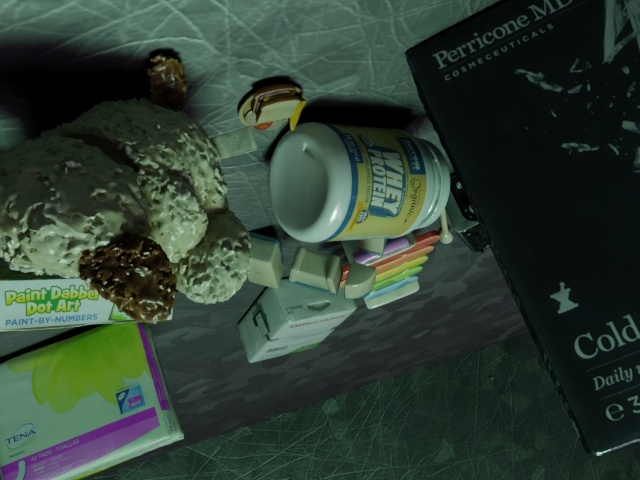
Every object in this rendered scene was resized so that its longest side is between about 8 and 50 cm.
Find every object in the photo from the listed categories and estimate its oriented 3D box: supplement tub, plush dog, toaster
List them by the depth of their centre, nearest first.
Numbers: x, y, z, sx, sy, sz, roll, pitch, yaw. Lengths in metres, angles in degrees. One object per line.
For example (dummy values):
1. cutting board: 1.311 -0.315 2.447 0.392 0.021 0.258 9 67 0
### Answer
1. plush dog: -0.192 -0.042 0.629 0.225 0.263 0.210 -54 165 -58
2. supplement tub: 0.051 -0.072 0.893 0.200 0.144 0.144 -4 153 -38
3. toaster: 0.301 -0.066 1.182 0.168 0.110 0.186 -26 158 15

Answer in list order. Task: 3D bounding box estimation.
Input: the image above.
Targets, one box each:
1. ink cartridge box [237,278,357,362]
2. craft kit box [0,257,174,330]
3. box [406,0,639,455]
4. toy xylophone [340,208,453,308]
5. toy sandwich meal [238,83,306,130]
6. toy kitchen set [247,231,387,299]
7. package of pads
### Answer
1. ink cartridge box: -0.050 0.152 1.409 0.160 0.092 0.219 -8 155 -31
2. craft kit box: -0.324 0.040 0.751 0.247 0.060 0.250 4 -173 -44
3. box: 0.422 -0.069 0.790 0.480 0.471 0.297 -25 157 11
4. toy xylophone: 0.140 0.027 1.297 0.236 0.081 0.323 -25 160 9
5. toy sandwich meal: -0.051 -0.143 0.786 0.086 0.029 0.085 -18 159 -7
6. toy kitchen set: 0.000 0.000 1.138 0.207 0.166 0.122 15 159 8
7. package of pads: -0.407 0.275 1.196 0.297 0.229 0.101 -22 161 0
